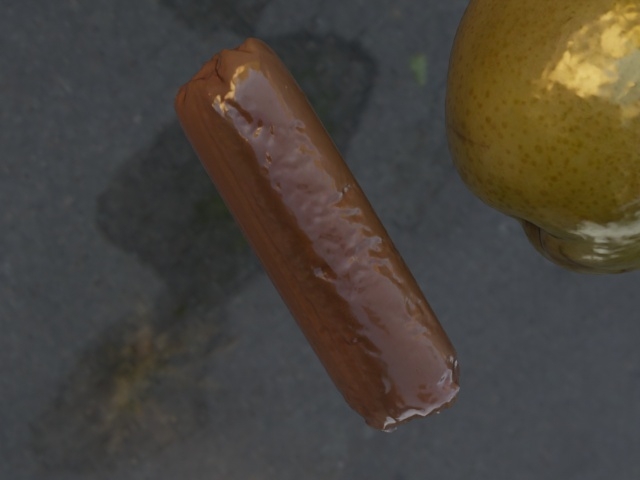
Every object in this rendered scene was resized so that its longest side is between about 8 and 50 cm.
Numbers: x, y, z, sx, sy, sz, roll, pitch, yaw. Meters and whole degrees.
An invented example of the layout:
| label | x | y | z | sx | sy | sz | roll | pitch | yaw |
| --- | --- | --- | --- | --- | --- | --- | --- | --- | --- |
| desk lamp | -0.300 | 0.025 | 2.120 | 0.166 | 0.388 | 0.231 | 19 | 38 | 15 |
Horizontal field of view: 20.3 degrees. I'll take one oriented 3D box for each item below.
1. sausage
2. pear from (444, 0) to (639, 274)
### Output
| label | x | y | z | sx | sy | sz | roll | pitch | yaw |
| --- | --- | --- | --- | --- | --- | --- | --- | --- | --- |
| sausage | 0.000 | 0.001 | 1.198 | 0.086 | 0.086 | 0.289 | -34 | 101 | -11 |
| pear | 0.250 | -0.124 | 1.420 | 0.314 | 0.314 | 0.314 | -26 | 143 | -21 |
